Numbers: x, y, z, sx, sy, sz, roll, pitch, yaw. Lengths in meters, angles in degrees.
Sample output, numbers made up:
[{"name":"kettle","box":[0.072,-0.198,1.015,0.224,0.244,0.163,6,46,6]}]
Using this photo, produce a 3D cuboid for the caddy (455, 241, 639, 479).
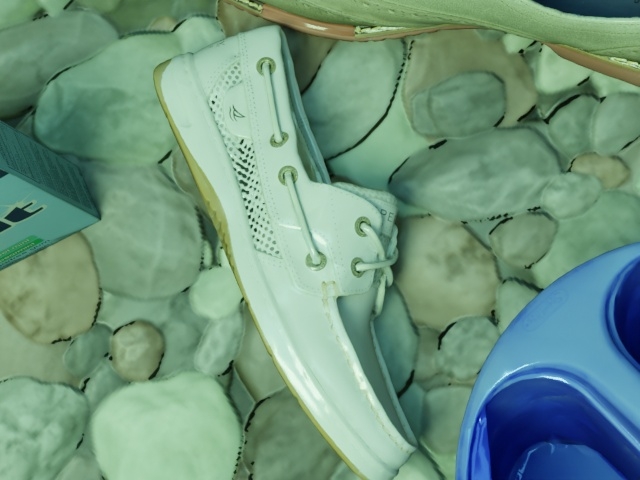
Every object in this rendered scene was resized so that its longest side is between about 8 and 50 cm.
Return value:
[{"name":"caddy","box":[0.223,0.157,0.774,0.241,0.179,0.341,-43,72,-2]}]

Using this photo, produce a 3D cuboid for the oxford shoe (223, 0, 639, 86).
[{"name":"oxford shoe","box":[0.068,-0.184,0.880,0.397,0.146,0.140,10,86,12]}]

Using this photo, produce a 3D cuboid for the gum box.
[{"name":"gum box","box":[-0.224,-0.007,0.884,0.157,0.184,0.041,-26,78,4]}]

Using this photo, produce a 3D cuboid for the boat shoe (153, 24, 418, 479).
[{"name":"boat shoe","box":[0.000,0.000,0.889,0.096,0.098,0.277,-27,77,5]}]
